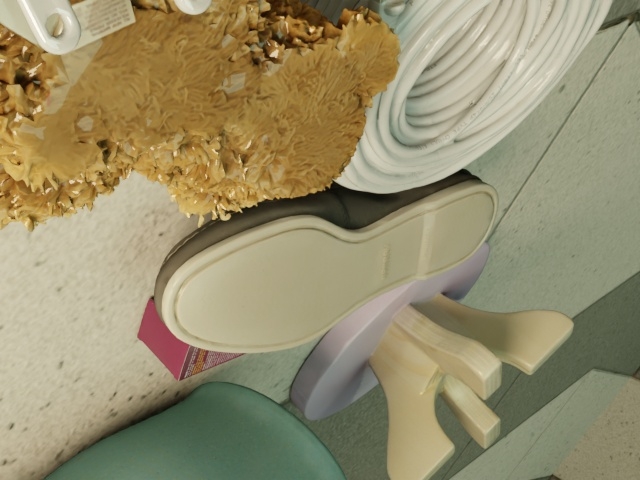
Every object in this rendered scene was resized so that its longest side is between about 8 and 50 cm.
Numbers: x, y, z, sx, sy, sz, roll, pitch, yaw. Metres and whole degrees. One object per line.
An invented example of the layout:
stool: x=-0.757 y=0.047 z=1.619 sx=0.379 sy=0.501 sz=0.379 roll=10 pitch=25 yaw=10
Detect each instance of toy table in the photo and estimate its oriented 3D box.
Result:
toy table: x=0.123 y=0.131 z=1.028 sx=0.274 sy=0.161 sz=0.252 roll=-47 pitch=154 yaw=-2

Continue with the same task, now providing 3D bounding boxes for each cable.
cable: x=0.086 y=-0.142 z=0.653 sx=0.257 sy=0.089 sz=0.257 roll=-22 pitch=151 yaw=-34

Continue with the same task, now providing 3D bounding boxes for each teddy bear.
teddy bear: x=-0.115 y=-0.100 z=0.437 sx=0.338 sy=0.113 sz=0.245 roll=-11 pitch=130 yaw=-39

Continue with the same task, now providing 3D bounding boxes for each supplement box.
supplement box: x=-0.088 y=0.064 z=0.738 sx=0.083 sy=0.055 sz=0.043 roll=-19 pitch=142 yaw=-45

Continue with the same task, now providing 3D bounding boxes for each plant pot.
plant pot: x=-0.111 y=0.260 z=0.769 sx=0.255 sy=0.271 sz=0.272 roll=-44 pitch=158 yaw=-38

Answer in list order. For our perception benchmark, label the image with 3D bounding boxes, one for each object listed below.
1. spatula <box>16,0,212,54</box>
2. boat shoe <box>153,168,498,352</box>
spatula: x=-0.130 y=-0.155 z=0.292 sx=0.168 sy=0.019 sz=0.242 roll=-38 pitch=125 yaw=-28
boat shoe: x=0.000 y=0.000 z=0.750 sx=0.335 sy=0.095 sz=0.112 roll=-16 pitch=125 yaw=-40
